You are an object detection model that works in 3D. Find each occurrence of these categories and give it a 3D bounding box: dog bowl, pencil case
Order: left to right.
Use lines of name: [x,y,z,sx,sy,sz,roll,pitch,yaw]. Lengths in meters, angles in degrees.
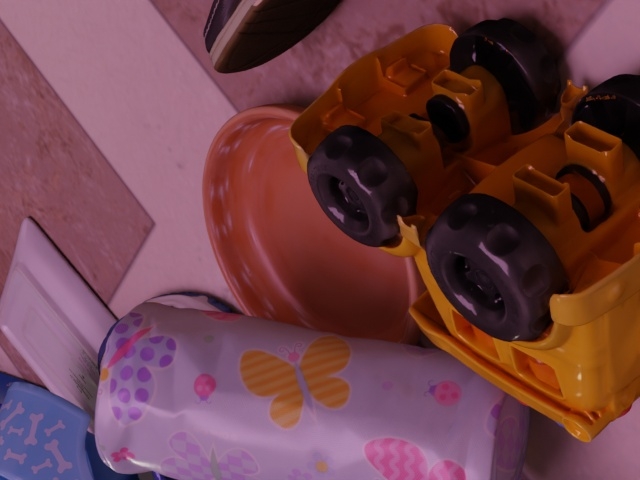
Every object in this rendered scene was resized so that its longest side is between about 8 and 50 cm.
dog bowl: [-0.148,0.224,1.282,0.297,0.074,0.166,29,156,14]
pencil case: [-0.003,0.112,1.012,0.273,0.114,0.124,9,150,15]

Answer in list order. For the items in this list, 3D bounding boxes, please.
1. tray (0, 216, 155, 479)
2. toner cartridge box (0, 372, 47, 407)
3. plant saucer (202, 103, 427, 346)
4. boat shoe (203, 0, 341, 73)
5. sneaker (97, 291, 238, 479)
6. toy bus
tray: [-0.195,0.119,1.389,0.270,0.030,0.145,48,140,18]
toner cartridge box: [-0.297,0.296,1.581,0.165,0.075,0.348,10,120,45]
plant saucer: [0.000,0.000,1.080,0.200,0.037,0.200,27,131,36]
boat shoe: [-0.013,-0.188,0.948,0.073,0.080,0.223,56,138,16]
sneaker: [-0.092,0.121,1.187,0.296,0.131,0.112,12,123,47]
toy bus: [0.108,0.009,0.893,0.220,0.149,0.211,31,150,36]
